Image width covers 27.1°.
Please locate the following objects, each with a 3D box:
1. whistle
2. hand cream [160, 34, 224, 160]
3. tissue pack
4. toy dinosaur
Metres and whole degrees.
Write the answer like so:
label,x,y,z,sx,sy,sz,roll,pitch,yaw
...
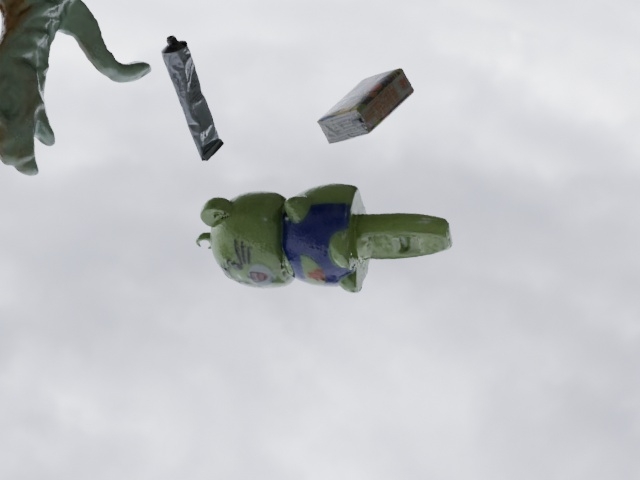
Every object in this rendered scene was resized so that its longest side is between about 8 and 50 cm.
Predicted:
label,x,y,z,sx,sy,sz,roll,pitch,yaw
whistle,0.000,0.000,1.151,0.228,0.105,0.085,0,-129,14
hand cream,-0.090,-0.100,0.926,0.019,0.093,0.030,0,-146,25
tissue pack,0.045,-0.131,1.297,0.063,0.035,0.083,-11,-154,50
toy dinosaur,-0.133,-0.235,0.742,0.206,0.392,0.092,-10,176,-34
